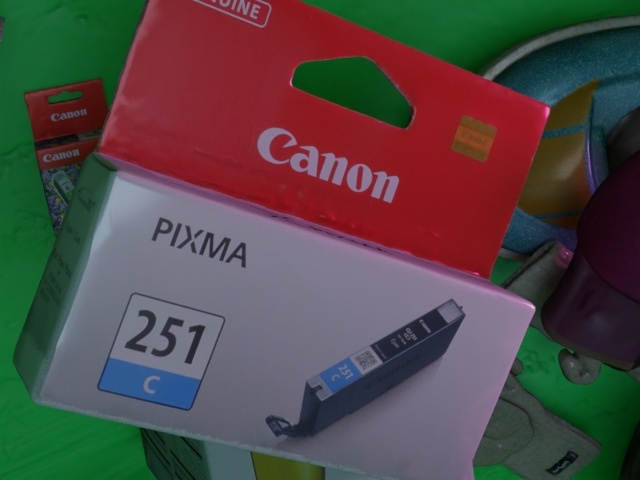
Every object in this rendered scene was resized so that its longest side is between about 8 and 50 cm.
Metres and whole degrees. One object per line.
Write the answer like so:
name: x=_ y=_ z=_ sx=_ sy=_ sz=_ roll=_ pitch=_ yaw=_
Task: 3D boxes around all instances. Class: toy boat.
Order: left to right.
toy boat: x=0.194 y=-0.129 z=0.936 sx=0.267 sy=0.148 sz=0.318 roll=-21 pitch=112 yaw=-7

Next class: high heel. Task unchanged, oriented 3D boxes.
high heel: x=0.363 y=0.044 z=0.899 sx=0.377 sy=0.127 sz=0.181 roll=11 pitch=133 yaw=-12

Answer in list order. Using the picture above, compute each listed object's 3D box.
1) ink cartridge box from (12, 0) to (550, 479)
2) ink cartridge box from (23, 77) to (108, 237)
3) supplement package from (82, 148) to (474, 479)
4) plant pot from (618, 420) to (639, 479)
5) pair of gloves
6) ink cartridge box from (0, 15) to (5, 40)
ink cartridge box: x=0.000 y=0.000 z=0.742 sx=0.296 sy=0.066 sz=0.261 roll=17 pitch=97 yaw=-28
ink cartridge box: x=-0.180 y=-0.058 z=0.923 sx=0.062 sy=0.029 sz=0.115 roll=-13 pitch=111 yaw=-11
supplement package: x=-0.030 y=0.061 z=0.895 sx=0.199 sy=0.198 sz=0.263 roll=-16 pitch=111 yaw=-21
plant pot: x=0.420 y=0.234 z=1.055 sx=0.280 sy=0.323 sz=0.323 roll=25 pitch=100 yaw=-3
pair of gloves: x=0.192 y=0.107 z=1.038 sx=0.204 sy=0.042 sz=0.240 roll=22 pitch=124 yaw=-25
ink cartridge box: x=-0.279 y=-0.064 z=0.836 sx=0.082 sy=0.139 sz=0.191 roll=14 pitch=103 yaw=-17
